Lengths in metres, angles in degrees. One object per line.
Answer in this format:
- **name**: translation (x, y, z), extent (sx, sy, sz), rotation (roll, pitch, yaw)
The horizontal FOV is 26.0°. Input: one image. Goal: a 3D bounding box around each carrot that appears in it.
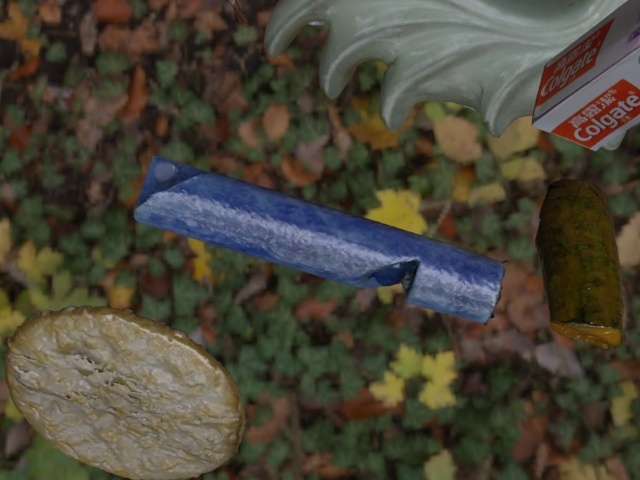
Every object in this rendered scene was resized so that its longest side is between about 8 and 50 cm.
- **carrot**: translation (0.249, 0.024, 1.340), extent (0.082, 0.173, 0.082), rotation (2, 148, 1)

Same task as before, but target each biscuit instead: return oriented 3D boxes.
- **biscuit**: translation (-0.166, 0.133, 1.163), extent (0.219, 0.033, 0.220), rotation (8, 135, 8)

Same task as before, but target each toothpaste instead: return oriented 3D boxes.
- **toothpaste**: translation (0.156, -0.089, 0.588), extent (0.047, 0.040, 0.196), rotation (21, 159, -14)

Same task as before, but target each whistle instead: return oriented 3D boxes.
- **whistle**: translation (0.000, 0.000, 1.136), extent (0.304, 0.062, 0.062), rotation (17, 133, -3)

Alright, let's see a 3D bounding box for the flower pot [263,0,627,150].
- **flower pot**: translation (0.119, -0.211, 1.035), extent (0.367, 0.164, 0.254), rotation (5, 123, 20)

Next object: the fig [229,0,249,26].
- **fig**: translation (-0.142, -0.409, 1.962), extent (0.146, 0.133, 0.201), rotation (-38, 125, -17)

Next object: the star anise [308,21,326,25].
- **star anise**: translation (0.055, -0.302, 1.626), extent (0.359, 0.316, 0.139), rotation (12, 108, -36)
